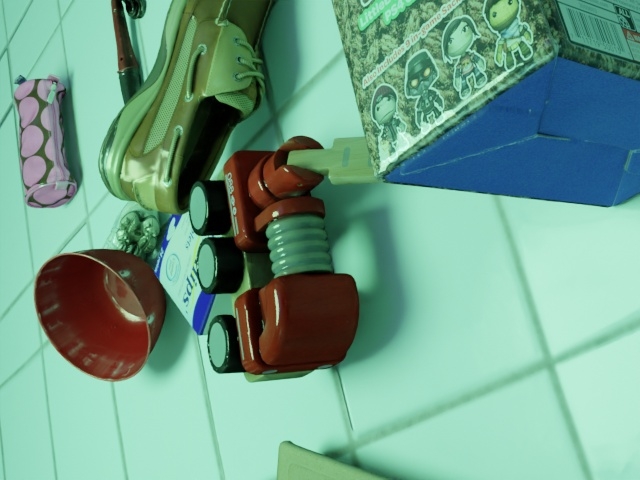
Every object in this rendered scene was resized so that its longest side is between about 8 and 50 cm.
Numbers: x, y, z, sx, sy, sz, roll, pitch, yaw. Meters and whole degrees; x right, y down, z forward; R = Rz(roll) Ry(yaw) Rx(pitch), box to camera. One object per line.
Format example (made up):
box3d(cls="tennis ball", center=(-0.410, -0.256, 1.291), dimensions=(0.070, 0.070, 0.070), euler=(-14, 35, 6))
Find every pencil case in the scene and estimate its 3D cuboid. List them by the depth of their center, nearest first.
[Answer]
box3d(cls="pencil case", center=(-0.444, -0.161, 1.430), dimensions=(0.098, 0.095, 0.209), euler=(-24, 70, 32))

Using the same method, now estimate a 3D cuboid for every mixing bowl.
box3d(cls="mixing bowl", center=(-0.268, 0.080, 1.145), dimensions=(0.181, 0.098, 0.182), euler=(12, 118, 23))

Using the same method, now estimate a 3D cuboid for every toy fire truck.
box3d(cls="toy fire truck", center=(0.000, 0.000, 0.813), dimensions=(0.246, 0.158, 0.217), euler=(-38, 57, 56))

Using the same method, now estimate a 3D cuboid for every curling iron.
box3d(cls="curling iron", center=(-0.268, -0.250, 1.248), dimensions=(0.068, 0.035, 0.274), euler=(-20, 71, 50))

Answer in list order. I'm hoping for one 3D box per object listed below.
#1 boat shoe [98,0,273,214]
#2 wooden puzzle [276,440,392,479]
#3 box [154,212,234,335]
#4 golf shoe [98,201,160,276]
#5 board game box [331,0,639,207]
box3d(cls="boat shoe", center=(-0.114, -0.173, 0.965), dimensions=(0.120, 0.122, 0.324), euler=(28, 92, 25))
box3d(cls="wooden puzzle", center=(0.062, 0.360, 0.744), dimensions=(0.347, 0.080, 0.322), euler=(3, 89, 57))
box3d(cls="box", center=(-0.118, 0.019, 1.002), dimensions=(0.137, 0.072, 0.126), euler=(44, 122, 44))
box3d(cls="golf shoe", center=(-0.265, 0.002, 1.219), dimensions=(0.176, 0.069, 0.086), euler=(-49, 29, 36))
box3d(cls="board game box", center=(0.130, -0.186, 0.566), dimensions=(0.141, 0.232, 0.291), euler=(-34, 61, 46))
